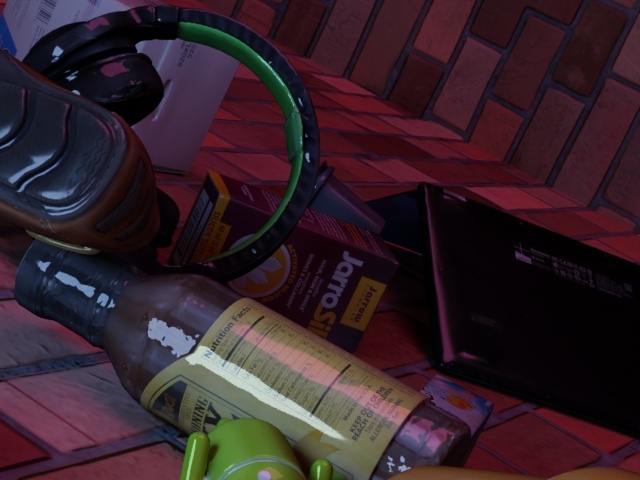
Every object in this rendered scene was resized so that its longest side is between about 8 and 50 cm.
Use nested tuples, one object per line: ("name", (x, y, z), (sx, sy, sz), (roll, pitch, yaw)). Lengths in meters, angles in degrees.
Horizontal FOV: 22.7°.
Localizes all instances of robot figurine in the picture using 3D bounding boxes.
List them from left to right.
("robot figurine", (-0.044, 0.158, 1.020), (0.101, 0.067, 0.115), (18, 15, -20))

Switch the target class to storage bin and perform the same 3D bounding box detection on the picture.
("storage bin", (0.000, 0.000, 1.619), (0.091, 0.135, 0.098), (37, 13, 0))

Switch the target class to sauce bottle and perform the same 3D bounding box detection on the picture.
("sauce bottle", (-0.064, 0.095, 1.141), (0.344, 0.111, 0.111), (28, 13, 18))

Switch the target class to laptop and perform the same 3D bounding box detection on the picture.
("laptop", (0.223, 0.103, 1.855), (0.382, 0.236, 0.408), (19, 42, -22))

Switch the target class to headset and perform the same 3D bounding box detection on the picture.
("headset", (-0.194, -0.077, 1.331), (0.394, 0.243, 0.185), (-6, -10, -7))

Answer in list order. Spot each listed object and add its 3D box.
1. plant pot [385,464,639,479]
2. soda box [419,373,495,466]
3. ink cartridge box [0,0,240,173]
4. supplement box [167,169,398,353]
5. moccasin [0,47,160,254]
("plant pot", (0.105, 0.207, 0.860), (0.205, 0.205, 0.188), (16, 1, -36))
("soda box", (0.087, 0.161, 1.259), (0.058, 0.063, 0.183), (27, 13, 10))
("ink cartridge box", (-0.246, -0.208, 1.869), (0.232, 0.171, 0.168), (34, 16, 34))
("supplement box", (-0.036, 0.021, 1.499), (0.188, 0.104, 0.081), (21, 14, -19))
("moccasin", (-0.278, -0.102, 1.174), (0.380, 0.139, 0.147), (23, -16, 17))
